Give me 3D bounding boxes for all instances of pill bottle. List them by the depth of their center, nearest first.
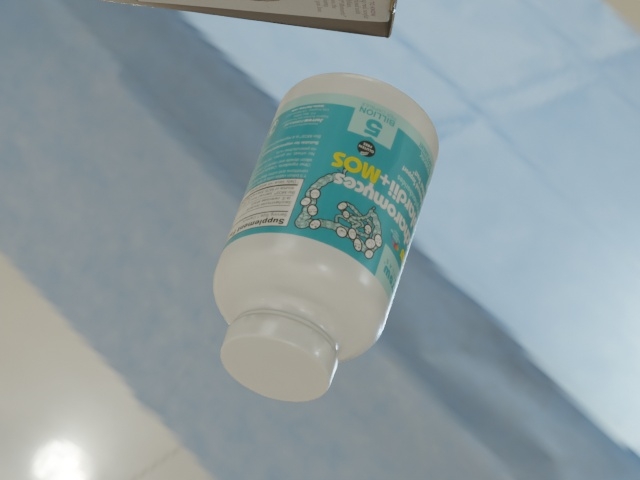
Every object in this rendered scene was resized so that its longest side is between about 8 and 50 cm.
[{"bbox_3d":[0.000,0.000,1.605,0.146,0.146,0.264,27,56,-12],"label":"pill bottle"}]

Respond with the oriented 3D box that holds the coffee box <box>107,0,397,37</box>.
[{"bbox_3d":[-0.075,-0.193,0.960,0.246,0.098,0.141,8,71,2],"label":"coffee box"}]
